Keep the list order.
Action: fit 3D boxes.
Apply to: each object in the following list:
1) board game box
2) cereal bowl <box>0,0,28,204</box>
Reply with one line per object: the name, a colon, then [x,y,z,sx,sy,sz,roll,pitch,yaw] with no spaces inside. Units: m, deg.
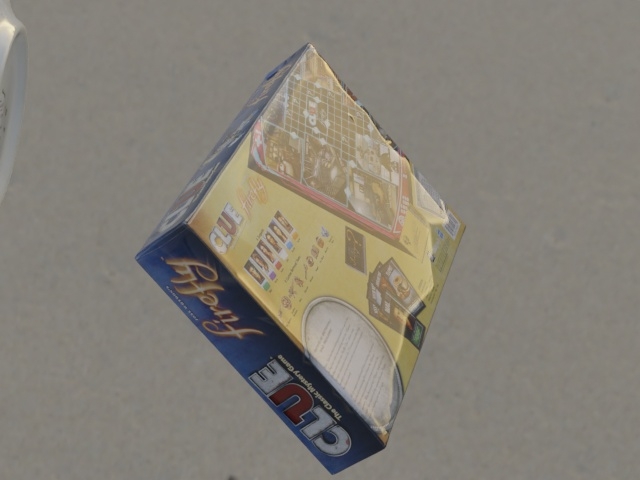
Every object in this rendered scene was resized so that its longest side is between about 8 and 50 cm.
board game box: [0.000,0.000,0.858,0.165,0.042,0.243,49,31,-13]
cereal bowl: [-0.321,-0.111,1.175,0.141,0.339,0.339,9,37,-5]
